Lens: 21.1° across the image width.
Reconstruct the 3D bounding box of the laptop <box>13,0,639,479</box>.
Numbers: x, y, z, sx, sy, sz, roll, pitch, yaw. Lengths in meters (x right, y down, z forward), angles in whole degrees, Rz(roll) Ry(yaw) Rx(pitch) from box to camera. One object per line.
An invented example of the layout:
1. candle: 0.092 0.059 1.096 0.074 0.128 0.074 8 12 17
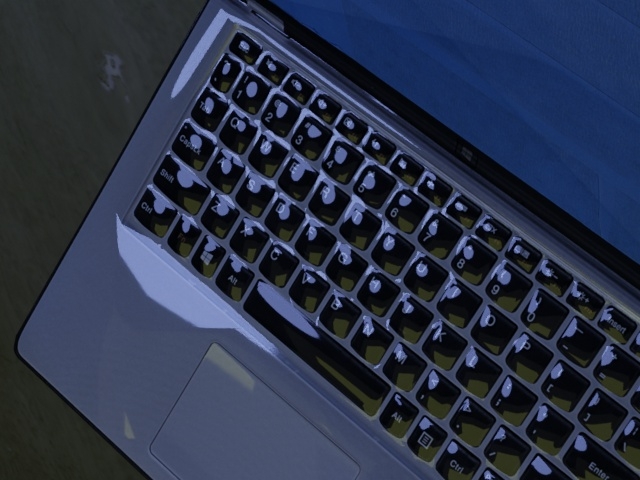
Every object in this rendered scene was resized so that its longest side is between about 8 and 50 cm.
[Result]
1. laptop: 0.000 0.000 0.805 0.382 0.236 0.408 39 106 26
